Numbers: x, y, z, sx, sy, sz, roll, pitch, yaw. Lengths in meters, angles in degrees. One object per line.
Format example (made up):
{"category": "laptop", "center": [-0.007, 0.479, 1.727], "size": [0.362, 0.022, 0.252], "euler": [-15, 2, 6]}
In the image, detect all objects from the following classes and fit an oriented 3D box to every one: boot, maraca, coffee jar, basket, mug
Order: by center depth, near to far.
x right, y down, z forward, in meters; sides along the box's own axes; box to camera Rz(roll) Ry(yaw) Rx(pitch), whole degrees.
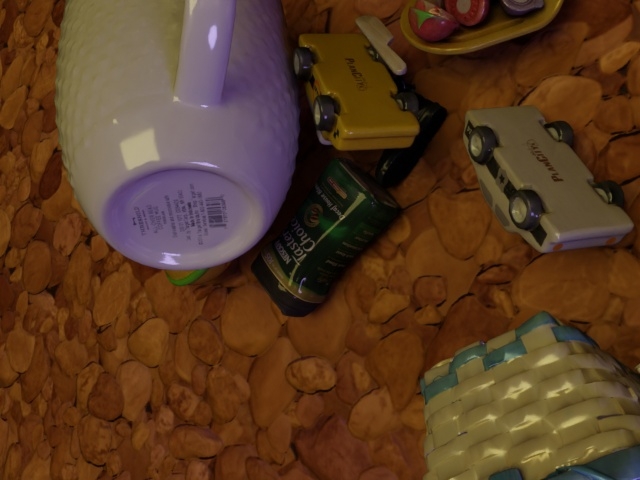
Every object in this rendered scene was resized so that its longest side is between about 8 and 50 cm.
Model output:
{"category": "basket", "center": [0.204, 0.221, 0.502], "size": [0.201, 0.255, 0.289], "euler": [-38, 42, 22]}
{"category": "mug", "center": [-0.145, -0.174, 0.728], "size": [0.374, 0.276, 0.328], "euler": [112, 154, -47]}
{"category": "boot", "center": [0.078, -0.132, 0.783], "size": [0.099, 0.045, 0.121], "euler": [40, 97, 32]}
{"category": "coffee jar", "center": [0.000, 0.000, 0.791], "size": [0.184, 0.079, 0.096], "euler": [-51, 57, 17]}
{"category": "maraca", "center": [-0.167, -0.013, 0.907], "size": [0.127, 0.099, 0.186], "euler": [-40, 35, 14]}

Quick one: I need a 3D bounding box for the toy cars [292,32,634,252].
{"category": "toy cars", "center": [0.117, -0.094, 0.680], "size": [0.393, 0.176, 0.087], "euler": [29, 138, 20]}

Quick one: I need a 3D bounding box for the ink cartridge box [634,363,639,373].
{"category": "ink cartridge box", "center": [0.320, 0.138, 0.521], "size": [0.056, 0.099, 0.135], "euler": [-45, 59, 17]}

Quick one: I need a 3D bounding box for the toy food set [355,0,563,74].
{"category": "toy food set", "center": [0.146, -0.257, 0.686], "size": [0.218, 0.071, 0.128], "euler": [-19, 50, 3]}
